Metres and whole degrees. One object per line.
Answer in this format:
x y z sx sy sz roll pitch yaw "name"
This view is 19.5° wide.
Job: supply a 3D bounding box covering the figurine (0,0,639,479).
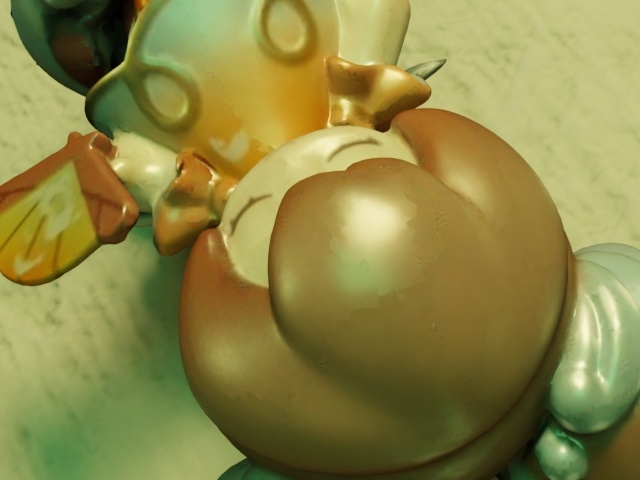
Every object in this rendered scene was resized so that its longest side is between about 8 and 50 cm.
-0.001 0.000 0.905 0.276 0.248 0.388 -34 50 2 "figurine"
